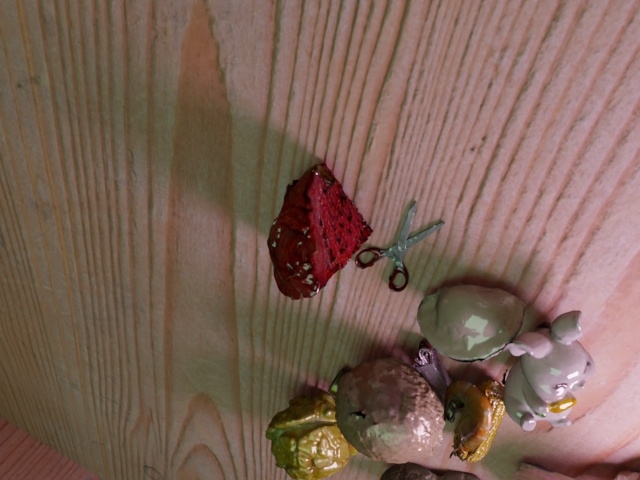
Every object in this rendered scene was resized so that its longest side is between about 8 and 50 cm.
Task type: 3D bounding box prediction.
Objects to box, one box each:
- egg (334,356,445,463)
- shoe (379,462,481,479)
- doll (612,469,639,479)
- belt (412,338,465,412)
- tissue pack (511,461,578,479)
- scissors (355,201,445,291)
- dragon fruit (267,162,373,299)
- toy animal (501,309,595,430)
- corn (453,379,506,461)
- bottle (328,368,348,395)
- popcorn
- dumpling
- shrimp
[{"bbox_3d":[0.171,0.441,1.355,0.310,0.279,0.279,30,141,50],"label":"egg"},{"bbox_3d":[0.354,0.830,1.635,0.342,0.132,0.210,-4,117,27],"label":"shoe"},{"bbox_3d":[0.804,0.593,1.235,0.115,0.105,0.221,31,136,-15],"label":"doll"},{"bbox_3d":[0.313,0.363,1.378,0.071,0.053,0.232,-19,112,40],"label":"belt"},{"bbox_3d":[0.669,0.706,1.289,0.242,0.125,0.344,50,160,-9],"label":"tissue pack"},{"bbox_3d":[0.189,0.016,1.223,0.144,0.017,0.247,35,131,2],"label":"scissors"},{"bbox_3d":[0.000,0.000,1.157,0.240,0.330,0.302,-2,121,5],"label":"dragon fruit"},{"bbox_3d":[0.486,0.284,1.130,0.208,0.154,0.325,-25,124,0],"label":"toy animal"},{"bbox_3d":[0.425,0.475,1.372,0.106,0.106,0.293,20,126,15],"label":"corn"},{"bbox_3d":[0.162,0.491,1.533,0.286,0.082,0.082,33,132,4],"label":"bottle"},{"bbox_3d":[-0.034,0.613,1.623,0.282,0.247,0.282,12,112,33],"label":"popcorn"},{"bbox_3d":[0.336,0.190,1.171,0.247,0.172,0.142,-5,150,35],"label":"dumpling"},{"bbox_3d":[0.362,0.460,1.313,0.150,0.068,0.248,42,132,52],"label":"shrimp"}]
